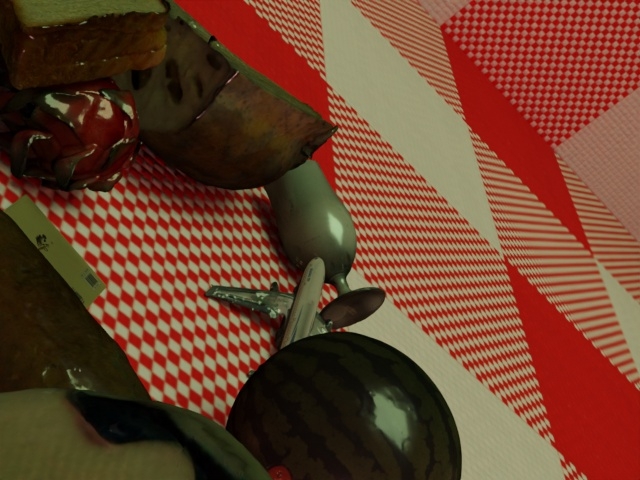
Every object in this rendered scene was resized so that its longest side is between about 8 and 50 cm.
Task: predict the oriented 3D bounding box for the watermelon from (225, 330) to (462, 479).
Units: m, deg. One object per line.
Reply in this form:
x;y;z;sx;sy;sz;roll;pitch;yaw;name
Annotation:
0.018;0.182;1.030;0.212;0.212;0.212;43;23;-24;watermelon

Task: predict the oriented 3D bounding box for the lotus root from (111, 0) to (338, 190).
-0.127;-0.157;1.354;0.267;0.149;0.260;46;9;36;lotus root

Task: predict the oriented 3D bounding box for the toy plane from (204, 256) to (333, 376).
-0.024;0.093;1.283;0.226;0.058;0.226;35;28;-16;toy plane

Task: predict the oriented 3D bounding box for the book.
-0.238;0.016;1.026;0.111;0.014;0.077;50;20;-9;book

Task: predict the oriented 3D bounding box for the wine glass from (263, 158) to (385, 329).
0.000;0.000;1.431;0.093;0.093;0.202;21;37;-54;wine glass

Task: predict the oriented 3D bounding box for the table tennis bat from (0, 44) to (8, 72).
-0.331;-0.245;1.213;0.153;0.040;0.244;23;39;-42;table tennis bat

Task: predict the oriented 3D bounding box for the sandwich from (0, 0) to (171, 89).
-0.261;-0.223;1.101;0.214;0.065;0.186;35;34;29;sandwich

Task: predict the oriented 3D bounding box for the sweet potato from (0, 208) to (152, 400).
-0.232;0.059;0.840;0.423;0.130;0.130;52;20;17;sweet potato

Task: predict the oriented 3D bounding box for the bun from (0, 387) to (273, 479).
-0.136;0.225;0.648;0.179;0.283;0.283;86;-9;-47;bun

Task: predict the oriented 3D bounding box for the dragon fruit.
-0.234;-0.104;1.096;0.142;0.130;0.121;2;87;-65;dragon fruit
